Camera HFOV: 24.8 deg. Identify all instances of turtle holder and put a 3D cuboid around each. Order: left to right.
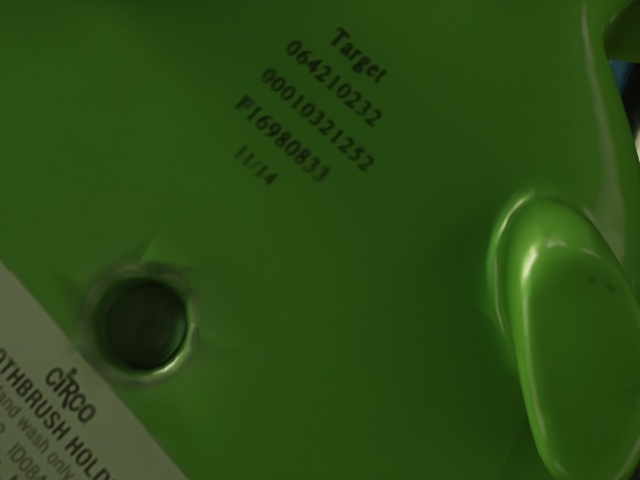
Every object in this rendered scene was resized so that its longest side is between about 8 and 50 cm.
[{"bbox_3d":[-0.019,0.000,0.430,0.227,0.243,0.320,35,-108,-77],"label":"turtle holder"}]

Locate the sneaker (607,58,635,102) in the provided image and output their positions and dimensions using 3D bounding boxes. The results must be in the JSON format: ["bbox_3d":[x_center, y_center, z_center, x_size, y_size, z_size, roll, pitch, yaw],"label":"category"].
[{"bbox_3d":[0.088,-0.075,0.541,0.082,0.069,0.209,149,138,-74],"label":"sneaker"}]
